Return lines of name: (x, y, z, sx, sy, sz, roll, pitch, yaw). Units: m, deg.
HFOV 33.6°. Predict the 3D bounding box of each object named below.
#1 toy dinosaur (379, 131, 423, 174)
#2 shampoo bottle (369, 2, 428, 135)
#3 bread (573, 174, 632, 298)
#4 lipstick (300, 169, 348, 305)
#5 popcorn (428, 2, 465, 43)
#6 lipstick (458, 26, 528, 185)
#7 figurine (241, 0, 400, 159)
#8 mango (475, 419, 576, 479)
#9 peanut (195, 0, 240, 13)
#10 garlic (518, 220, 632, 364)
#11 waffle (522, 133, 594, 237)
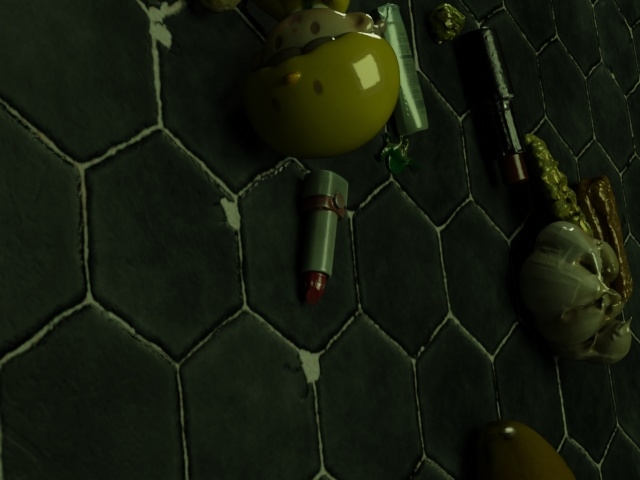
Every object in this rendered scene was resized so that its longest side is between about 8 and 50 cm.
toy dinosaur: (0.128, -0.131, 1.712, 0.119, 0.029, 0.060, 35, 68, -49)
shampoo bottle: (0.129, -0.279, 1.737, 0.072, 0.049, 0.212, -14, 90, -51)
bread: (0.604, -0.002, 2.258, 0.139, 0.077, 0.271, -33, 107, -63)
lipstick: (0.001, 0.000, 1.463, 0.063, 0.057, 0.186, 29, 59, -46)
popcorn: (0.230, -0.390, 1.904, 0.083, 0.059, 0.068, 35, 52, -53)
lipstick: (0.325, -0.247, 1.964, 0.081, 0.081, 0.300, -14, 89, -54)
figurine: (0.000, -0.276, 1.421, 0.187, 0.215, 0.344, 28, 54, -50)
mango: (0.330, 0.436, 1.664, 0.211, 0.173, 0.317, 23, 48, -41)
peanut: (-0.132, -0.391, 1.390, 0.089, 0.089, 0.193, 13, 68, -51)
garlic: (0.464, 0.104, 1.937, 0.184, 0.203, 0.281, -10, 98, -22)
waffle: (0.473, -0.084, 2.084, 0.261, 0.056, 0.250, 45, 22, -40)
